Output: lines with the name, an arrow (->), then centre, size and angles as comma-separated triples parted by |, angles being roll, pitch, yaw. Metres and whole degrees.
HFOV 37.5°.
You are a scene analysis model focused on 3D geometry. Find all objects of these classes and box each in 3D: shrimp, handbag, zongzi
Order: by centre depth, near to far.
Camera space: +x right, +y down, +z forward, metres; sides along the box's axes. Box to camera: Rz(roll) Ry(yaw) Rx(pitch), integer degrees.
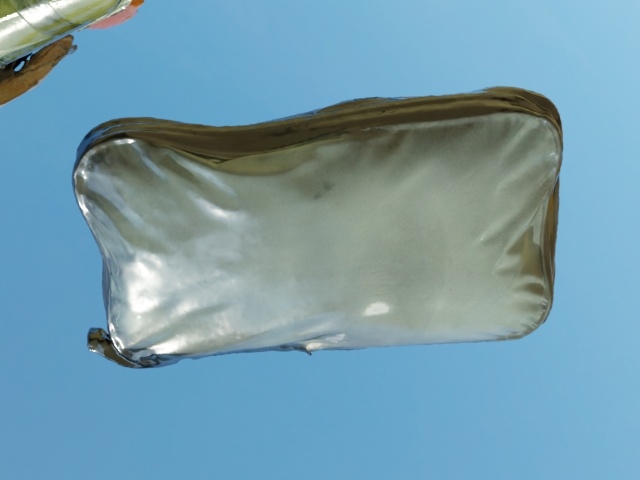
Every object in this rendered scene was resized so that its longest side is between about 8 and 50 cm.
zongzi -> -0.127, -0.143, 0.491 | 0.113, 0.104, 0.052 | -72, -38, -53
handbag -> -0.003, 0.000, 0.628 | 0.075, 0.332, 0.191 | -96, 1, -56
shrimp -> -0.284, -0.169, 0.817 | 0.219, 0.152, 0.046 | -94, -16, -50

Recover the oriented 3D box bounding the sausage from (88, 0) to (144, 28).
sausage -> -0.363, -0.300, 1.005 | 0.349, 0.097, 0.094 | 9, -123, -26
